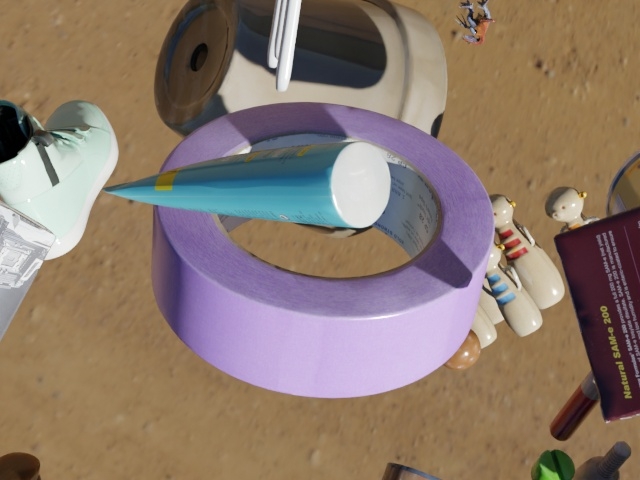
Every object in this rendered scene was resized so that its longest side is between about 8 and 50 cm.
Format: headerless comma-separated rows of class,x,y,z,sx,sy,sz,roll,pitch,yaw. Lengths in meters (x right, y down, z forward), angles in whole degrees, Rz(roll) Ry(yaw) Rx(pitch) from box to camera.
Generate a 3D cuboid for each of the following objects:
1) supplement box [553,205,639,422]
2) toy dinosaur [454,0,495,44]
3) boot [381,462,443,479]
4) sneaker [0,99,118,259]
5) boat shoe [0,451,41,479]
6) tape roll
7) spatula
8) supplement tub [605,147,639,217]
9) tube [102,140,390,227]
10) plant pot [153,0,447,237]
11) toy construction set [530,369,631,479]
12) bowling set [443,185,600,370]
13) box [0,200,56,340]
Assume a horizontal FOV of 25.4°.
supplement box,0.279,0.023,0.888,0.239,0.073,0.130,-20,78,34
toy dinosaur,0.201,-0.275,1.842,0.047,0.090,0.082,-13,135,4
boot,0.142,0.293,1.292,0.219,0.082,0.106,24,75,1
sneaker,-0.295,-0.115,1.546,0.094,0.256,0.151,-12,127,11
boat shoe,-0.370,0.297,1.483,0.073,0.207,0.073,29,123,29
tape roll,0.000,0.000,1.167,0.275,0.274,0.090,14,132,7
spatula,-0.008,-0.201,0.730,0.019,0.168,0.242,9,103,-7
supplement tub,0.346,-0.001,1.296,0.144,0.199,0.144,0,113,0
tube,-0.047,-0.036,0.926,0.207,0.080,0.052,2,96,44
plant pot,-0.045,-0.194,1.816,0.280,0.323,0.323,19,125,-36
toy construction set,0.335,0.222,1.212,0.309,0.257,0.237,45,147,18
bowling set,0.194,0.043,1.679,0.154,0.200,0.287,58,144,-3
box,-0.343,0.111,1.103,0.076,0.307,0.242,33,163,-25
